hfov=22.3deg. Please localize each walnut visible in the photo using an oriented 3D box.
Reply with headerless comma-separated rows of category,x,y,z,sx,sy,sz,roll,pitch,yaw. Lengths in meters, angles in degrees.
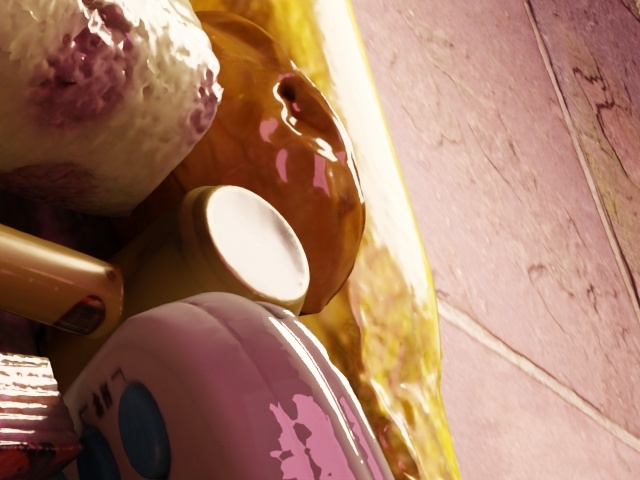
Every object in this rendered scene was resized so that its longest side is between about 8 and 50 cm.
walnut,-0.075,-0.039,0.952,0.087,0.167,0.211,-6,57,-55

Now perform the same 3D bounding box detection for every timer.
timer,-0.035,0.154,0.699,0.087,0.262,0.237,-19,76,-29

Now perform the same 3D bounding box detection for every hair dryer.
hair dryer,-0.143,0.010,0.814,0.279,0.135,0.090,22,43,-41

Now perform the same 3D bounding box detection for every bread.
bread,-0.209,-0.139,0.807,0.338,0.155,0.187,23,32,-52

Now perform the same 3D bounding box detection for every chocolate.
chocolate,0.000,0.000,1.065,0.162,0.162,0.445,22,44,-56

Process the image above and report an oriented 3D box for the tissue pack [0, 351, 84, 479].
tissue pack,-0.182,0.088,0.646,0.148,0.109,0.060,16,46,-60
